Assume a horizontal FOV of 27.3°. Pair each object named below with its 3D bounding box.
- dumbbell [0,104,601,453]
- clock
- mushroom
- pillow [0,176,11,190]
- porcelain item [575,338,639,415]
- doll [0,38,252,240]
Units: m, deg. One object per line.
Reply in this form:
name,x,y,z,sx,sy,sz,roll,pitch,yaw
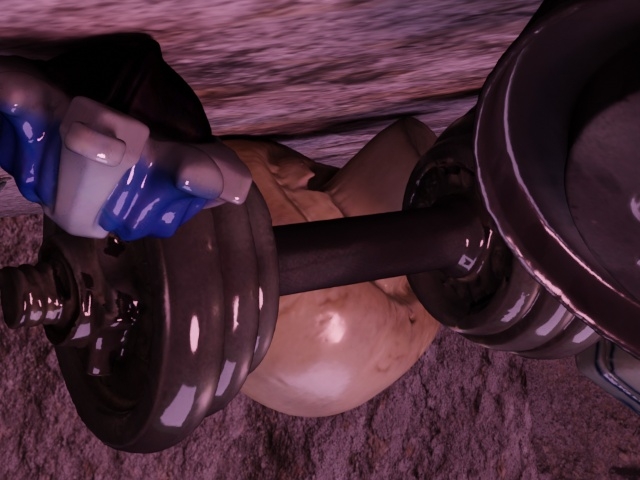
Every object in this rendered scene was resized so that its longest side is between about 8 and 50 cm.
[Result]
dumbbell,0.016,0.005,0.754,0.406,0.179,0.179,-8,-178,-32
clock,0.132,-0.013,0.355,0.184,0.184,0.040,-6,-135,47
mushroom,0.000,0.000,1.002,0.254,0.234,0.260,31,-164,-41
pillow,-0.257,-0.024,0.764,0.135,0.055,0.091,-9,162,11
porcelain item,0.350,0.033,1.035,0.286,0.281,0.157,34,164,-15
doll,-0.070,-0.036,0.455,0.096,0.070,0.195,24,-178,-6
